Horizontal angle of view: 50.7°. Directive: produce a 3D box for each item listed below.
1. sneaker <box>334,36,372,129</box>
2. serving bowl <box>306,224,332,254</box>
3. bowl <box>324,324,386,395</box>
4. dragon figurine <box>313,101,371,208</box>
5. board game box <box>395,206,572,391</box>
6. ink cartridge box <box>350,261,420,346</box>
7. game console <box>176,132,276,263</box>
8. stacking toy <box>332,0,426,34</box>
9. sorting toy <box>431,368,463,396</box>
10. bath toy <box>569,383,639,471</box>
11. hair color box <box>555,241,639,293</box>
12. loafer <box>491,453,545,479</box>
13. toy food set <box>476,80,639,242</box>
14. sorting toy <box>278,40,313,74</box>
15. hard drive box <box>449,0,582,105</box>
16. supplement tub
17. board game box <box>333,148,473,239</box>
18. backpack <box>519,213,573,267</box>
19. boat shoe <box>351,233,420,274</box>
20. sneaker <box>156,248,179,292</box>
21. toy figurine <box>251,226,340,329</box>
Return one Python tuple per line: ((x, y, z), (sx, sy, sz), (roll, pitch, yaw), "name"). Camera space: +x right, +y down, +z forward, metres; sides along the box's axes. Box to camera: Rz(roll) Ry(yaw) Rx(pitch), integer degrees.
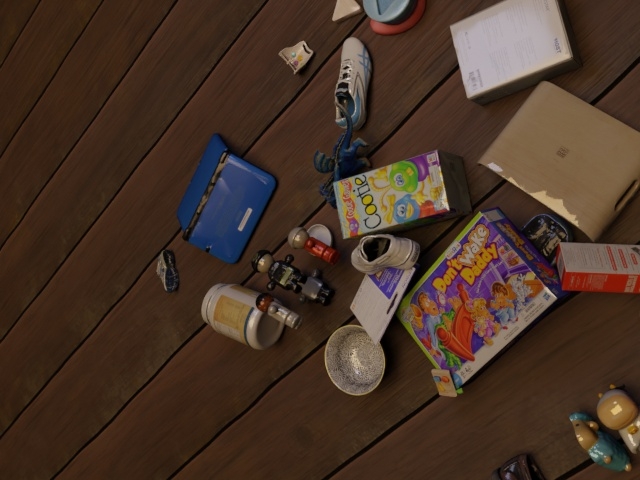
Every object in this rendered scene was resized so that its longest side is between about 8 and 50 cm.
((0.076, -0.397, 1.696), (0.085, 0.086, 0.237), (-1, 87, 36), "sneaker")
((0.000, 0.000, 1.770), (0.083, 0.027, 0.083), (-2, 87, 34), "serving bowl")
((0.102, 0.289, 1.661), (0.170, 0.080, 0.170), (-1, 88, 35), "bowl")
((0.042, -0.192, 1.645), (0.144, 0.289, 0.085), (-42, 63, -16), "dragon figurine")
((0.335, 0.132, 1.457), (0.233, 0.078, 0.347), (53, 131, 23), "board game box")
((0.155, 0.122, 1.585), (0.206, 0.045, 0.208), (-65, 21, 13), "ink cartridge box")
((-0.280, -0.124, 1.963), (0.250, 0.173, 0.293), (28, 107, -1), "game console")
((0.127, -0.670, 1.642), (0.279, 0.130, 0.309), (10, 94, 33), "stacking toy")
((0.280, 0.315, 1.487), (0.083, 0.012, 0.062), (-11, 97, 57), "sorting toy")
((0.646, 0.290, 1.275), (0.348, 0.151, 0.129), (-44, 31, 24), "bath toy")
((0.553, 0.053, 1.315), (0.167, 0.093, 0.053), (2, 128, 9), "hair color box")
((0.481, 0.581, 1.387), (0.095, 0.109, 0.302), (-49, 61, 18), "loafer")
((0.507, -0.169, 1.402), (0.306, 0.092, 0.220), (40, 94, 27), "toy food set")
((-0.057, -0.494, 1.817), (0.075, 0.045, 0.083), (-43, 66, 17), "sorting toy")
((0.419, -0.421, 1.462), (0.232, 0.089, 0.181), (-17, 80, 33), "hard drive box")
((-0.210, 0.201, 1.835), (0.199, 0.144, 0.144), (17, 98, 33), "supplement tub")
((0.190, -0.098, 1.575), (0.275, 0.144, 0.142), (-15, 81, 33), "board game box")
((0.470, 0.002, 1.418), (0.105, 0.084, 0.114), (48, 120, 26), "backpack")
((0.128, 0.021, 1.562), (0.258, 0.084, 0.095), (-17, 54, 62), "boat shoe")
((-0.475, 0.099, 2.080), (0.058, 0.052, 0.135), (-24, 68, 41), "sneaker")
((-0.068, 0.094, 1.691), (0.148, 0.213, 0.209), (28, 134, 26), "toy figurine")
